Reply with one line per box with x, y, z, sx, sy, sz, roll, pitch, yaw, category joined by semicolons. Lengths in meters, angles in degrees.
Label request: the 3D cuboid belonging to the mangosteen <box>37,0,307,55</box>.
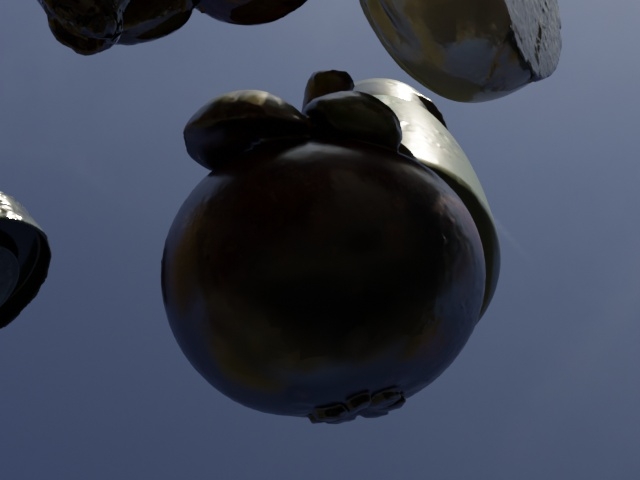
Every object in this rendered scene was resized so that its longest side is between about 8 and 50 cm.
-0.070;-0.179;0.483;0.211;0.211;0.250;7;-125;0;mangosteen

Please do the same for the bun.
0.086;-0.177;0.761;0.120;0.173;0.173;-8;-121;26;bun

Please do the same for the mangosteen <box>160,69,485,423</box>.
0.000;0.000;0.605;0.200;0.200;0.200;2;-117;-3;mangosteen

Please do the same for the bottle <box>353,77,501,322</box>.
0.051;-0.041;0.937;0.168;0.168;0.347;6;-158;-1;bottle

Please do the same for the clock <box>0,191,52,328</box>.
-0.360;0.039;1.027;0.226;0.226;0.049;-28;-113;-17;clock
